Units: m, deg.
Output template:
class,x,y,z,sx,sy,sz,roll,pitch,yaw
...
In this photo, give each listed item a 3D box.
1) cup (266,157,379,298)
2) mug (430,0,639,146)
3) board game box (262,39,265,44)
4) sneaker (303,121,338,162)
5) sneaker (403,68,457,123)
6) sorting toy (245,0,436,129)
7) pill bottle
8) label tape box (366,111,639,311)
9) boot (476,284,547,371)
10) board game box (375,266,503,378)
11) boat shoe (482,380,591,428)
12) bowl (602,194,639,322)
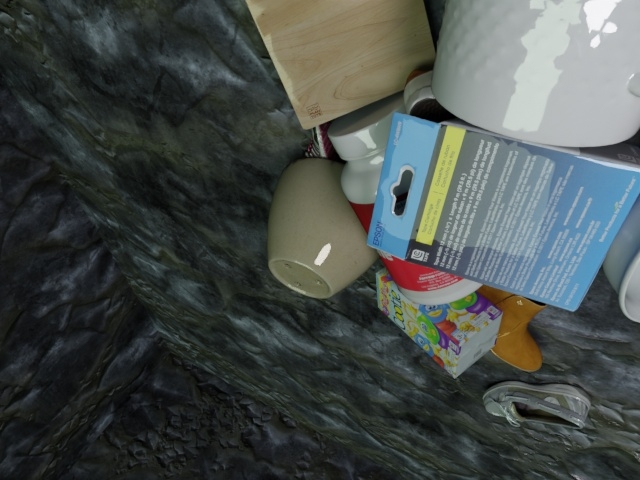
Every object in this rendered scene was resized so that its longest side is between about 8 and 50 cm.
class,x,y,z,sx,sy,sz,roll,pitch,yaw
cup,0.000,0.000,1.144,0.331,0.237,0.331,20,152,11
mug,0.315,-0.291,0.507,0.374,0.276,0.328,-124,29,-45
board game box,-0.027,-0.450,0.854,0.194,0.060,0.194,19,141,22
sneaker,-0.008,-0.218,1.100,0.074,0.063,0.170,11,143,23
sneaker,0.280,-0.244,0.773,0.289,0.123,0.106,4,142,-8
sorting toy,0.038,-0.360,0.785,0.257,0.089,0.256,-20,126,9
pill bottle,0.184,-0.084,0.944,0.229,0.229,0.408,-4,127,44
label tape box,0.269,-0.061,0.741,0.347,0.115,0.249,18,125,15
boot,0.469,0.189,1.112,0.295,0.104,0.211,43,151,3
board game box,0.278,0.166,1.140,0.275,0.144,0.142,41,154,39
boat shoe,0.599,0.478,1.336,0.118,0.103,0.320,49,143,-16
bowl,0.553,-0.022,0.724,0.134,0.297,0.298,-115,7,-49
